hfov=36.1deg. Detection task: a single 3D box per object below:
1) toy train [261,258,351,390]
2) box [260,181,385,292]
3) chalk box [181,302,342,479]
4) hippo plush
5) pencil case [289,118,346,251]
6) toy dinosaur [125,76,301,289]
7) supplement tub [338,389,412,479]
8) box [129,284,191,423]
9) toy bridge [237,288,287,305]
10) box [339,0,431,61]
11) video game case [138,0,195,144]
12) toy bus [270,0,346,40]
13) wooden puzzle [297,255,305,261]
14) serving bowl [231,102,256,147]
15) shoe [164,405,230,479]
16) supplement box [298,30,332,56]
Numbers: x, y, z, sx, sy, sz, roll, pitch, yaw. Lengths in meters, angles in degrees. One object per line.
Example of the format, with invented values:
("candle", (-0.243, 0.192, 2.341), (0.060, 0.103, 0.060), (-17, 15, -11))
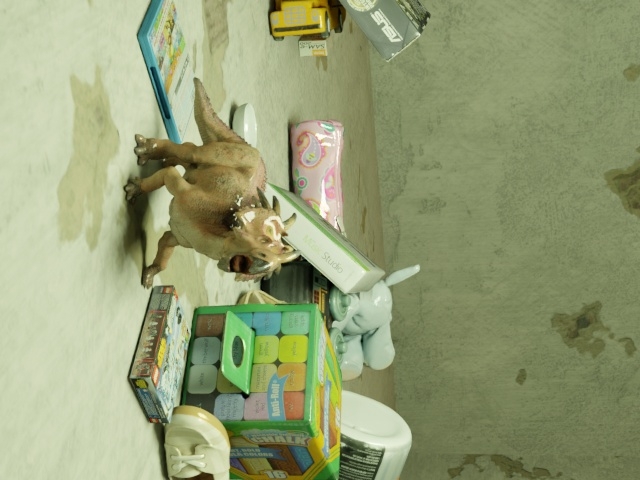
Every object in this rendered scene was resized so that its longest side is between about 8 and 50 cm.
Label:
("toy train", (-0.036, 0.187, 1.765), (0.190, 0.142, 0.334), (29, 61, -65))
("box", (0.000, 0.000, 1.766), (0.058, 0.232, 0.322), (-49, 171, 4))
("chalk box", (-0.078, 0.199, 1.347), (0.289, 0.179, 0.180), (73, 18, -57))
("hippo plush", (0.033, 0.130, 2.099), (0.236, 0.234, 0.294), (-128, -139, -51))
("pencil case", (-0.001, -0.104, 2.009), (0.124, 0.124, 0.284), (9, 79, -80))
("toy dinosaur", (-0.109, -0.053, 1.141), (0.127, 0.200, 0.296), (75, 16, -54))
("supplement tub", (0.016, 0.426, 1.638), (0.193, 0.193, 0.316), (-53, 163, -75))
("box", (-0.188, 0.134, 1.163), (0.094, 0.027, 0.137), (81, 12, -46))
("toy bridge", (-0.101, 0.111, 1.593), (0.063, 0.026, 0.188), (57, 18, 12))
("box", (0.060, -0.553, 1.929), (0.395, 0.097, 0.318), (51, 17, -10))
("video game case", (-0.190, -0.221, 1.241), (0.119, 0.015, 0.166), (-81, 166, -44))
("toy bus", (-0.021, -0.478, 1.979), (0.333, 0.108, 0.130), (-58, 144, -72))
("wooden puzzle", (-0.045, 0.069, 2.046), (0.116, 0.014, 0.079), (-71, 162, -63))
("serving bowl", (-0.125, -0.178, 1.574), (0.083, 0.027, 0.083), (-2, 90, -80))
("shoe", (-0.149, 0.288, 1.225), (0.058, 0.076, 0.219), (-88, 173, -47))
("supplement box", (-0.010, -0.438, 2.177), (0.098, 0.062, 0.036), (-73, 160, -64))
